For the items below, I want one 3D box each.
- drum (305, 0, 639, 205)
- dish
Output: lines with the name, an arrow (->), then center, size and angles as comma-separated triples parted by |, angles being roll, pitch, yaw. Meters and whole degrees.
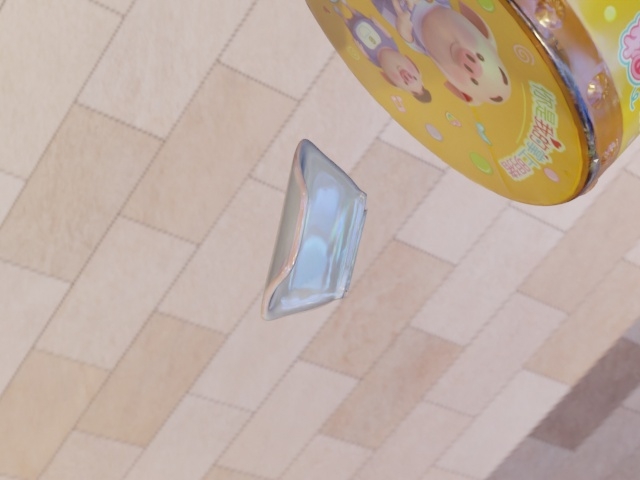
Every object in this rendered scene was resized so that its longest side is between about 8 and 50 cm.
drum -> 0.176, -0.252, 1.075 | 0.214, 0.431, 0.431 | -45, 130, -11
dish -> 0.000, 0.000, 0.907 | 0.064, 0.234, 0.154 | 13, 89, 5
